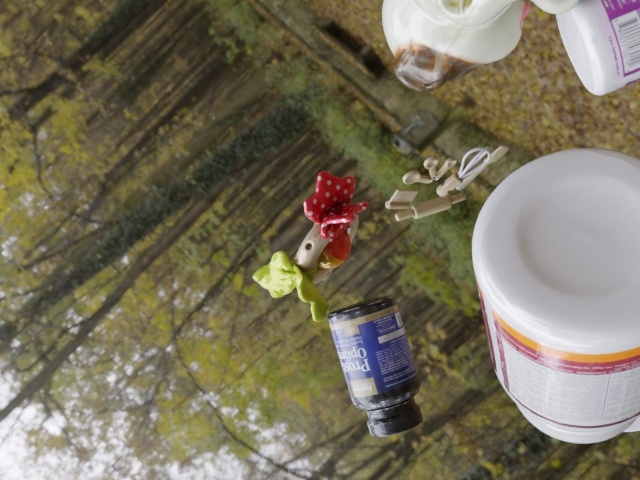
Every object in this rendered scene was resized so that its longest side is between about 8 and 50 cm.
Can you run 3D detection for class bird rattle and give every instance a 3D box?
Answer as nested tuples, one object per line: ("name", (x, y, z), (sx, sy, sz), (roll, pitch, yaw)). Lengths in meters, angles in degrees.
("bird rattle", (0.000, 0.000, 1.340), (0.143, 0.253, 0.207), (26, -170, 16))

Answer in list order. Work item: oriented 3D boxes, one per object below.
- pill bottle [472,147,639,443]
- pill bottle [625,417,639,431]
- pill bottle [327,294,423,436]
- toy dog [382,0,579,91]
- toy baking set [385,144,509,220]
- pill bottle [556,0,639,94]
("pill bottle", (0.166, 0.050, 0.485), (0.121, 0.121, 0.221), (49, 173, 33))
("pill bottle", (0.438, 0.092, 1.185), (0.210, 0.210, 0.363), (44, -156, -35))
("pill bottle", (0.099, 0.212, 1.294), (0.123, 0.122, 0.219), (9, -116, -83))
("toy dog", (0.174, -0.391, 1.039), (0.408, 0.395, 0.285), (73, -164, -53))
("toy baking set", (0.256, -0.114, 1.534), (0.197, 0.256, 0.030), (106, 145, -59))
("pill bottle", (0.494, -0.333, 1.048), (0.169, 0.301, 0.169), (-22, -90, -78))
